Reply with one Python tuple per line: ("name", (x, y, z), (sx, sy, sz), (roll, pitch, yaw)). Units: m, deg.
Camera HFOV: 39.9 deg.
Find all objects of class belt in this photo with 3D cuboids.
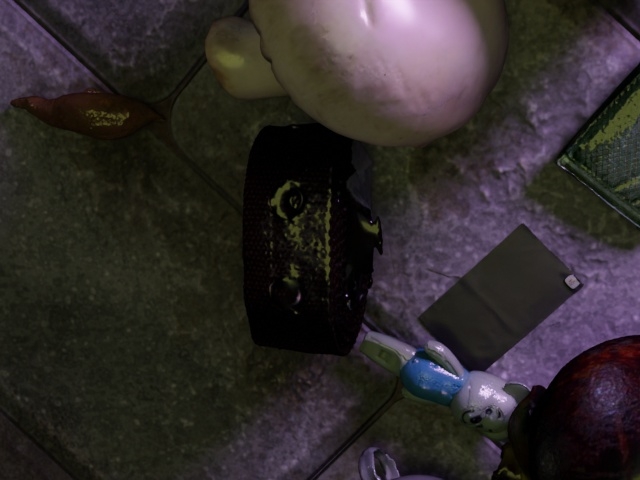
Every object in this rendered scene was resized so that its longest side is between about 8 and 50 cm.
("belt", (0.000, 0.000, 1.093), (0.164, 0.184, 0.289), (4, 105, 19))

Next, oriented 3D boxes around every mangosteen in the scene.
("mangosteen", (0.380, 0.267, 1.022), (0.330, 0.330, 0.330), (2, 102, 11))

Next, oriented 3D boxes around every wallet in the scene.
("wallet", (0.417, -0.137, 1.051), (0.160, 0.055, 0.236), (38, 112, -2))

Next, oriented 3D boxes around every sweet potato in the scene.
("sweet potato", (-0.324, -0.172, 1.186), (0.226, 0.068, 0.068), (7, 103, 11))

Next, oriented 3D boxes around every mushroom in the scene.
("mushroom", (0.037, -0.265, 0.981), (0.356, 0.315, 0.315), (22, 105, 13))

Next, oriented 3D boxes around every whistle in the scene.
("whistle", (0.160, 0.187, 1.161), (0.235, 0.077, 0.114), (26, 130, 7))

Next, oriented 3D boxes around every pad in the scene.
("pad", (0.235, 0.081, 1.160), (0.116, 0.004, 0.193), (46, 107, 0))

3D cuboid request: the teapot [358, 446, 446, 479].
("teapot", (0.136, 0.407, 1.188), (0.193, 0.129, 0.294), (-30, 93, 16))
